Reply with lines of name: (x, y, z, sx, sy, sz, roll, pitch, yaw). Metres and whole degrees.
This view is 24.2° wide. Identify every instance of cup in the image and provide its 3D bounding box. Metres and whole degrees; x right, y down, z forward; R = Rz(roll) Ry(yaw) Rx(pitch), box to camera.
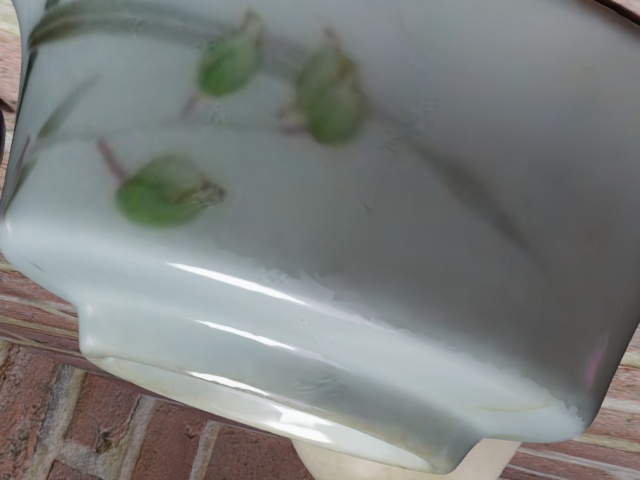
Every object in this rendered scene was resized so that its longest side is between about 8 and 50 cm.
cup: (0.000, 0.000, 0.652, 0.347, 0.163, 0.347, 18, 168, 4)

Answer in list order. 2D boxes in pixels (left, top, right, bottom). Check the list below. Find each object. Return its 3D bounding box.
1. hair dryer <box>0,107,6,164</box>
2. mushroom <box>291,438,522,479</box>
hair dryer: (-0.318, -0.061, 1.082, 0.301, 0.121, 0.361, 5, 175, 16)
mushroom: (0.018, 0.094, 1.037, 0.236, 0.173, 0.162, 9, 163, 39)
